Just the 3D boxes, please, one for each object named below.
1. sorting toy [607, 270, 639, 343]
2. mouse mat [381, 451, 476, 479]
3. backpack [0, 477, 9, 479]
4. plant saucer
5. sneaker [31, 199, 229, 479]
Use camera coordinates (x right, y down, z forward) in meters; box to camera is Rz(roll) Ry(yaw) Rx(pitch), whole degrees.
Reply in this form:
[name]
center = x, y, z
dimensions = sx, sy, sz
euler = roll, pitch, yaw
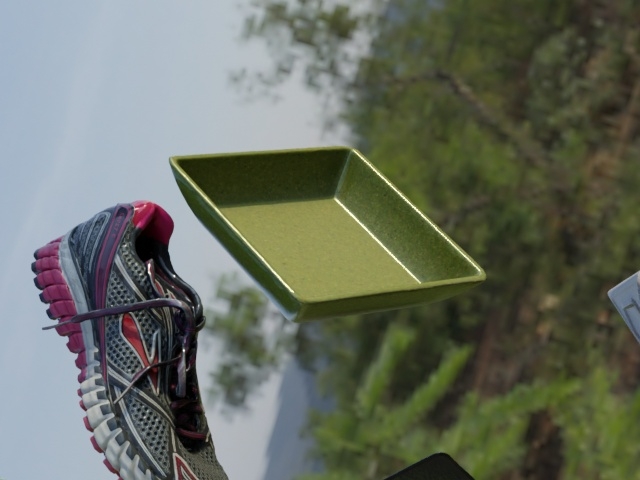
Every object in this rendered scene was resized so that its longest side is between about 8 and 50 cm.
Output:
[sorting toy]
center = 0.380, 0.119, 1.884
dimensions = 0.038, 0.193, 0.208
euler = -32, -6, -2
[mouse mat]
center = 0.128, 0.320, 2.041
dimensions = 0.153, 0.190, 0.007
euler = -30, 38, 20
[backpack]
center = -0.214, 0.254, 1.311
dimensions = 0.152, 0.182, 0.115
euler = -44, -38, -20
[plant saucer]
center = 0.000, 0.000, 1.359
dimensions = 0.188, 0.188, 0.045
euler = -6, -51, -39
[sneaker]
center = -0.135, 0.099, 1.435
dimensions = 0.299, 0.112, 0.121
euler = 64, -167, 24
